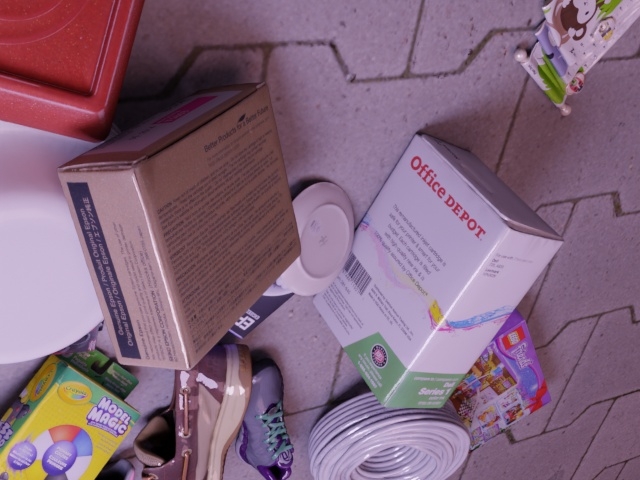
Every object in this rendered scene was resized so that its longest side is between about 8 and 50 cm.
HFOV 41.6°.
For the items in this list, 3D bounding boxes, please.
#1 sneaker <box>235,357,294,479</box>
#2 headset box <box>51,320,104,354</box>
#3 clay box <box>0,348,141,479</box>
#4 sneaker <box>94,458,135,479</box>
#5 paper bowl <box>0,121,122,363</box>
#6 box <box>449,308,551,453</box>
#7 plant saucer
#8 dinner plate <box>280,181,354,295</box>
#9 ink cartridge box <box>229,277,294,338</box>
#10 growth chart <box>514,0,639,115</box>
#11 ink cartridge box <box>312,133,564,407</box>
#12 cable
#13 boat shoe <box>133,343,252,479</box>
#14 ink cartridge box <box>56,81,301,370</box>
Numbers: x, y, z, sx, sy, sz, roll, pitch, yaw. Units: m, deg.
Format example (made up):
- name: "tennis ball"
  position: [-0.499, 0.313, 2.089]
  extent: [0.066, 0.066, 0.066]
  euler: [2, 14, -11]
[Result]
- name: "sneaker"
  position: [-0.065, 0.261, 1.192]
  extent: [0.083, 0.098, 0.224]
  euler: [-30, 142, -30]
- name: "headset box"
  position: [-0.289, 0.097, 0.960]
  extent: [0.083, 0.032, 0.062]
  euler: [-1, 127, -30]
- name: "clay box"
  position: [-0.311, 0.235, 0.990]
  extent: [0.222, 0.053, 0.127]
  euler: [-54, 129, -13]
- name: "sneaker"
  position: [-0.378, 0.306, 1.059]
  extent: [0.319, 0.112, 0.131]
  euler: [27, 89, -44]
- name: "paper bowl"
  position: [-0.293, 0.001, 0.788]
  extent: [0.284, 0.148, 0.284]
  euler: [-16, 134, -18]
- name: "box"
  position: [0.274, 0.243, 1.429]
  extent: [0.201, 0.057, 0.293]
  euler: [-32, 138, -1]
- name: "plant saucer"
  position: [-0.239, -0.220, 0.630]
  extent: [0.258, 0.047, 0.259]
  euler: [11, 100, -38]
- name: "dinner plate"
  position: [0.000, 0.000, 1.019]
  extent: [0.141, 0.017, 0.141]
  euler: [-17, 113, -46]
- name: "ink cartridge box"
  position: [-0.122, 0.039, 1.005]
  extent: [0.208, 0.045, 0.206]
  euler: [-40, 139, 7]
- name: "growth chart"
  position: [0.336, -0.280, 1.028]
  extent: [0.172, 0.021, 0.237]
  euler: [25, 111, -43]
- name: "ink cartridge box"
  position: [0.136, 0.040, 1.052]
  extent: [0.117, 0.201, 0.278]
  euler: [11, 120, -39]
- name: "cable"
  position: [0.107, 0.329, 1.335]
  extent: [0.257, 0.089, 0.257]
  euler: [-16, 138, 2]
- name: "boat shoe"
  position: [-0.191, 0.274, 1.131]
  extent: [0.123, 0.123, 0.342]
  euler: [9, 124, -21]
- name: "ink cartridge box"
  position: [-0.117, -0.023, 0.790]
  extent: [0.235, 0.088, 0.193]
  euler: [-46, 130, -54]
